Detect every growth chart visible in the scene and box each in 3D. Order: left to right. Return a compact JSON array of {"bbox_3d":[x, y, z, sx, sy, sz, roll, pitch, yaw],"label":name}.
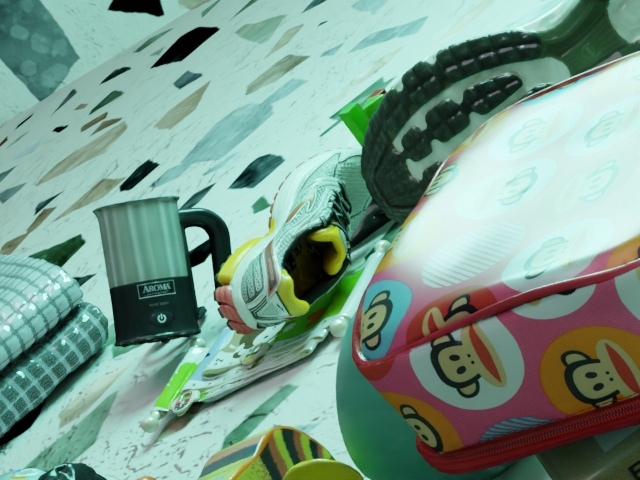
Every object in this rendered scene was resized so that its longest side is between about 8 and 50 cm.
[{"bbox_3d":[-0.045,0.083,1.688,0.237,0.021,0.172,-27,18,23],"label":"growth chart"}]

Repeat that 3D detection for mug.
[{"bbox_3d":[0.088,0.084,1.233,0.097,0.129,0.157,-2,63,34],"label":"mug"}]

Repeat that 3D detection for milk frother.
[{"bbox_3d":[-0.161,0.032,1.822,0.129,0.134,0.143,-6,-5,-32],"label":"milk frother"}]

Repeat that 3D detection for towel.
[{"bbox_3d":[-0.374,0.134,2.013,0.235,0.121,0.284,-45,21,-21],"label":"towel"}]

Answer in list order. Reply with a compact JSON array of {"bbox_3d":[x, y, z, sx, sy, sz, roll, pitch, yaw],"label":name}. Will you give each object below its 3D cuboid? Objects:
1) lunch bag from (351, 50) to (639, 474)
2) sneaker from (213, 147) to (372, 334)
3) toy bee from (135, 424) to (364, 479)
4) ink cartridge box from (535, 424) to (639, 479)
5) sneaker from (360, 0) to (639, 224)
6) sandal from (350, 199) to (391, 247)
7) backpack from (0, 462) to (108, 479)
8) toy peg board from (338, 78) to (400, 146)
[{"bbox_3d":[0.171,-0.009,1.069,0.258,0.120,0.293,-23,21,35],"label":"lunch bag"},{"bbox_3d":[0.000,0.000,1.677,0.093,0.088,0.225,-8,37,41],"label":"sneaker"},{"bbox_3d":[-0.061,0.193,1.205,0.195,0.162,0.298,-32,18,6],"label":"toy bee"},{"bbox_3d":[0.232,0.074,1.089,0.235,0.088,0.193,-36,19,2],"label":"ink cartridge box"},{"bbox_3d":[0.226,-0.134,1.641,0.410,0.158,0.182,-32,-13,18],"label":"sneaker"},{"bbox_3d":[0.067,-0.056,1.762,0.179,0.040,0.067,-38,57,8],"label":"sandal"},{"bbox_3d":[-0.247,0.256,1.460,0.182,0.115,0.152,-31,20,22],"label":"backpack"},{"bbox_3d":[0.111,-0.140,1.877,0.160,0.079,0.161,-45,20,-27],"label":"toy peg board"}]
